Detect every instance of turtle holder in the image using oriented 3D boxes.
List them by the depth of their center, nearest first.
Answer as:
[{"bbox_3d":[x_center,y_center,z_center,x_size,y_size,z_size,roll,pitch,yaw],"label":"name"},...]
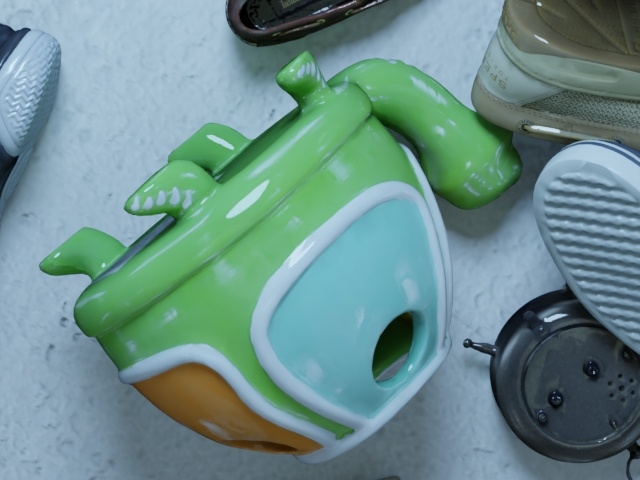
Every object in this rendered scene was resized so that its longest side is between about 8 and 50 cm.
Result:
[{"bbox_3d":[-0.015,0.011,1.054,0.243,0.320,0.227,-34,99,37],"label":"turtle holder"}]

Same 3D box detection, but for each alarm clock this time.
[{"bbox_3d":[0.210,0.120,1.143,0.129,0.064,0.192,-39,100,5],"label":"alarm clock"}]

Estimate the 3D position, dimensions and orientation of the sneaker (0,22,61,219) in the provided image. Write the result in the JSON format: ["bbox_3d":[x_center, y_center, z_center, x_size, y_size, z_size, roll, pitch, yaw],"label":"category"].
[{"bbox_3d":[-0.306,-0.054,1.091,0.153,0.101,0.269,25,92,-4],"label":"sneaker"}]

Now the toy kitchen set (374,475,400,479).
[{"bbox_3d":[0.029,0.310,1.115,0.122,0.166,0.207,-14,99,2],"label":"toy kitchen set"}]

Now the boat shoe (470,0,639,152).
[{"bbox_3d":[0.280,-0.102,1.075,0.341,0.122,0.110,14,136,-8],"label":"boat shoe"}]

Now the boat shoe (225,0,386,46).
[{"bbox_3d":[0.027,-0.201,1.083,0.207,0.073,0.073,-30,97,3],"label":"boat shoe"}]

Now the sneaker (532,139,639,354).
[{"bbox_3d":[0.286,0.029,1.084,0.321,0.126,0.127,46,52,-15],"label":"sneaker"}]
